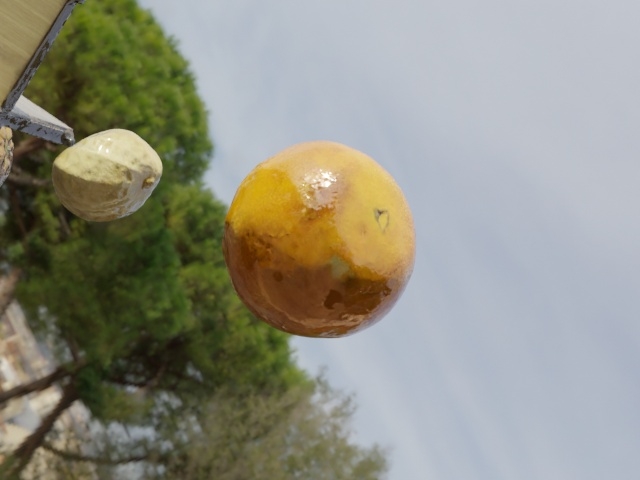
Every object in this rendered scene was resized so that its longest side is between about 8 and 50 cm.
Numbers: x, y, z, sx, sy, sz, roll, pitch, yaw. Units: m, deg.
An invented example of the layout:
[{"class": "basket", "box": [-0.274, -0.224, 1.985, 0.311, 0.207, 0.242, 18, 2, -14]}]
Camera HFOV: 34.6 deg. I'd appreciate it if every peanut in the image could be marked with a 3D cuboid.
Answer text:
[{"class": "peanut", "box": [-0.310, -0.095, 1.505, 0.109, 0.159, 0.140, 62, -20, 23]}]

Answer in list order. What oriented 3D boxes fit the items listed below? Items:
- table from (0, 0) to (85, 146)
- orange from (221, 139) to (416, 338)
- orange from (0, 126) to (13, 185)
[{"class": "table", "box": [-0.226, -0.113, 0.467, 0.226, 0.167, 0.167, 34, -24, 11]}, {"class": "orange", "box": [0.000, 0.000, 1.333, 0.261, 0.261, 0.261, 56, -19, 30]}, {"class": "orange", "box": [-0.212, -0.047, 0.564, 0.085, 0.085, 0.085, 56, -19, 30]}]
